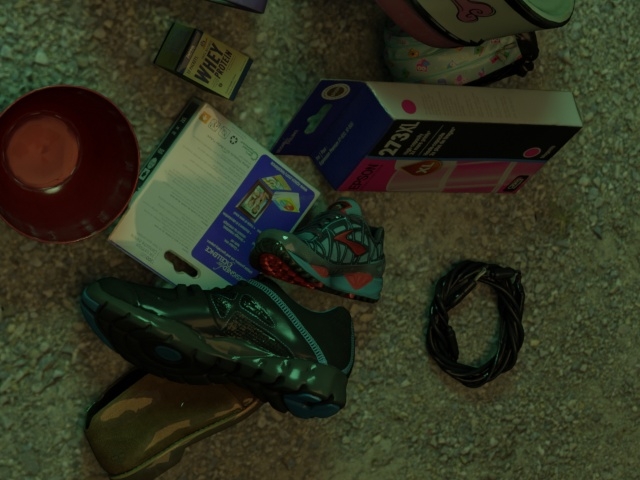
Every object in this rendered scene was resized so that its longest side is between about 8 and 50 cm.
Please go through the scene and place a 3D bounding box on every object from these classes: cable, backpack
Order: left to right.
[{"bbox_3d":[0.171,-0.248,1.712,0.182,0.152,0.115,-21,107,-8],"label":"backpack"},{"bbox_3d":[0.219,0.122,1.875,0.151,0.047,0.184,3,102,-27],"label":"cable"}]

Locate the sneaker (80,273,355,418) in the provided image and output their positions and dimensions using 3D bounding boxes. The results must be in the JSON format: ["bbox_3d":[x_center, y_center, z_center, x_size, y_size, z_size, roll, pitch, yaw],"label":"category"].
[{"bbox_3d":[-0.122,0.105,1.621,0.341,0.125,0.139,20,61,-8],"label":"sneaker"}]

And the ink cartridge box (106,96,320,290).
[{"bbox_3d":[-0.136,-0.036,1.654,0.206,0.045,0.208,38,84,-30],"label":"ink cartridge box"}]

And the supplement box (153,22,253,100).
[{"bbox_3d":[-0.140,-0.213,1.584,0.083,0.083,0.056,26,91,-30],"label":"supplement box"}]

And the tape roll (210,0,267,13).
[{"bbox_3d":[-0.144,-0.318,1.495,0.189,0.189,0.080,11,97,-29],"label":"tape roll"}]

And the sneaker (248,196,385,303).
[{"bbox_3d":[0.000,0.000,1.680,0.262,0.104,0.125,19,84,-61],"label":"sneaker"}]

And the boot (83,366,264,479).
[{"bbox_3d":[-0.156,0.184,1.673,0.305,0.112,0.115,-34,105,-13],"label":"boot"}]

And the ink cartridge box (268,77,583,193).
[{"bbox_3d":[0.136,-0.130,1.700,0.371,0.176,0.069,2,61,-26],"label":"ink cartridge box"}]

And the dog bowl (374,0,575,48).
[{"bbox_3d":[0.132,-0.402,1.527,0.150,0.408,0.408,-24,121,27],"label":"dog bowl"}]

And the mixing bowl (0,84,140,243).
[{"bbox_3d":[-0.307,-0.095,1.522,0.181,0.098,0.181,-7,107,-25],"label":"mixing bowl"}]
